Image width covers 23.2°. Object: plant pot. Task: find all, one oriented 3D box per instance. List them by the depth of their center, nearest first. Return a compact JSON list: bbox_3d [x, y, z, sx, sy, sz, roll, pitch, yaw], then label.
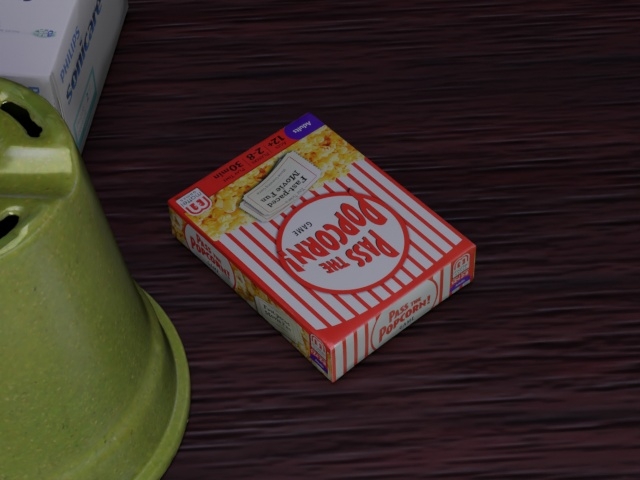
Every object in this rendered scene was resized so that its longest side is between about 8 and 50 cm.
[{"bbox_3d":[-0.234,0.037,1.035,0.276,0.254,0.276,-1,50,1],"label":"plant pot"}]

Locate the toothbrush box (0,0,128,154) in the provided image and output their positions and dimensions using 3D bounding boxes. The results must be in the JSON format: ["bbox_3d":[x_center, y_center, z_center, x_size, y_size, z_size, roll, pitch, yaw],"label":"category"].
[{"bbox_3d":[-0.330,-0.180,1.304,0.296,0.126,0.216,4,51,6],"label":"toothbrush box"}]

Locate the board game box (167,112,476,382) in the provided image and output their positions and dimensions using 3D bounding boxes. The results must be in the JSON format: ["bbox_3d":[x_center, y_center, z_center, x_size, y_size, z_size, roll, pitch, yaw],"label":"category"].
[{"bbox_3d":[0.000,0.000,1.194,0.147,0.045,0.193,-35,57,-24],"label":"board game box"}]
